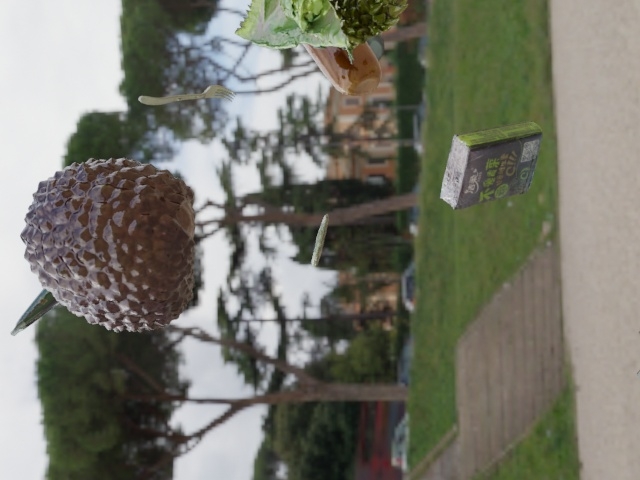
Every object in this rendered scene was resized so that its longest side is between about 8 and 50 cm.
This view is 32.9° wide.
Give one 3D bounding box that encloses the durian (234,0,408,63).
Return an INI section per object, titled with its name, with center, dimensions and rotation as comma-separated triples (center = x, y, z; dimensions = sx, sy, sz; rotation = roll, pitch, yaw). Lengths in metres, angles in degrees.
[durian]
center = 0.009, -0.372, 1.715
dimensions = 0.355, 0.157, 0.169
rotation = 24, 103, 54

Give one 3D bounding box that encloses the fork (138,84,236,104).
[fork]
center = -0.266, -0.286, 2.147
dimensions = 0.034, 0.219, 0.028
rotation = -43, 64, 46

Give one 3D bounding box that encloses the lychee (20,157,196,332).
[lychee]
center = -0.216, 0.005, 1.117
dimensions = 0.188, 0.188, 0.188
rotation = -2, -90, -81

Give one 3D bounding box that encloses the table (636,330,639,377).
[table]
center = 0.590, 0.138, 1.757
dimensions = 0.062, 0.146, 0.175
rotation = 53, 147, 24

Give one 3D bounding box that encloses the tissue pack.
[tissue pack]
center = 0.398, -0.176, 2.504
dimensions = 0.073, 0.235, 0.173
rotation = 44, 137, 43

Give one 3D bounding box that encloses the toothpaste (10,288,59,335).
[toothpaste]
center = -0.475, 0.051, 2.177
dimensions = 0.392, 0.061, 0.099
rotation = -47, 4, -17

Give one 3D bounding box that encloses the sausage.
[sausage]
center = 0.016, -0.385, 2.027
dimensions = 0.274, 0.105, 0.105
rotation = 58, 180, 18

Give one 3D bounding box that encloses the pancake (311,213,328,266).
[pancake]
center = 0.000, 0.001, 2.063
dimensions = 0.108, 0.017, 0.108
rotation = 16, -90, -87

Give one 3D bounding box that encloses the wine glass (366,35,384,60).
[wine glass]
center = 0.067, -0.465, 2.500
dimensions = 0.202, 0.093, 0.093
rotation = -132, 31, -57
